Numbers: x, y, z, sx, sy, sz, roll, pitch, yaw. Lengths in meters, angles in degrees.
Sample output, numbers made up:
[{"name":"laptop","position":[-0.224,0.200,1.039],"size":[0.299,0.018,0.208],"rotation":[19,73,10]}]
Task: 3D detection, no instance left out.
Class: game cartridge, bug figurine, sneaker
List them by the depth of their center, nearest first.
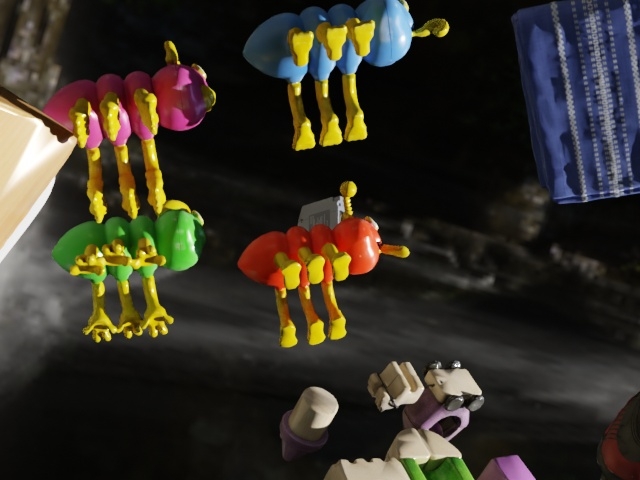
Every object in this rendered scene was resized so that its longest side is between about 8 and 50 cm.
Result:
[{"name":"bug figurine","position":[-0.046,-0.039,0.845],"size":[0.279,0.216,0.072],"rotation":[97,-19,-53]},{"name":"sneaker","position":[0.364,0.129,1.383],"size":[0.097,0.276,0.135],"rotation":[47,-22,30]},{"name":"game cartridge","position":[0.000,0.000,1.519],"size":[0.056,0.017,0.083],"rotation":[-13,-116,32]}]

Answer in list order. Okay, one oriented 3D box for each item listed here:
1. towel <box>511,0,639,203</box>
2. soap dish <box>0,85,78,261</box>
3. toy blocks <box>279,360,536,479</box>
[{"name":"towel","position":[0.383,-0.167,1.599],"size":[0.040,0.336,0.243],"rotation":[-81,158,-56]},{"name":"soap dish","position":[-0.303,-0.040,0.771],"size":[0.229,0.291,0.118],"rotation":[-54,157,-10]},{"name":"toy blocks","position":[0.070,0.331,1.651],"size":[0.309,0.288,0.260],"rotation":[58,-47,40]}]
